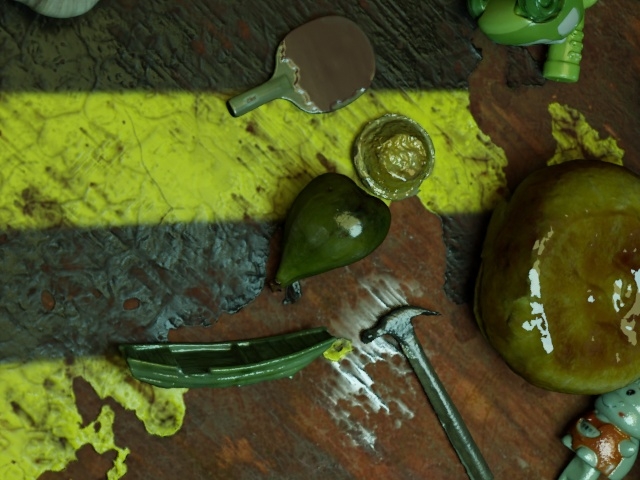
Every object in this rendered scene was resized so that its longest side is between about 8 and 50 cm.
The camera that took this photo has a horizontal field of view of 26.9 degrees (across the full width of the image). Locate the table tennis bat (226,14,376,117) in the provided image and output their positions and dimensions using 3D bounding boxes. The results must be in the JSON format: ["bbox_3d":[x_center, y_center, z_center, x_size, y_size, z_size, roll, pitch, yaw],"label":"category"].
[{"bbox_3d":[-0.025,-0.230,1.875,0.234,0.022,0.131,-28,99,-19],"label":"table tennis bat"}]

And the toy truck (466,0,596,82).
[{"bbox_3d":[0.331,-0.349,1.946,0.211,0.148,0.187,29,76,-38],"label":"toy truck"}]

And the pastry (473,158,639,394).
[{"bbox_3d":[0.380,0.054,1.945,0.356,0.164,0.355,0,89,-25],"label":"pastry"}]

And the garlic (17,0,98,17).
[{"bbox_3d":[-0.315,-0.410,1.656,0.245,0.253,0.245,3,83,-27],"label":"garlic"}]

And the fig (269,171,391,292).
[{"bbox_3d":[0.011,0.000,1.831,0.133,0.127,0.184,37,74,-29],"label":"fig"}]

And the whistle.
[{"bbox_3d":[0.420,0.295,1.977,0.106,0.102,0.253,35,94,-1],"label":"whistle"}]

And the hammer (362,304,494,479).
[{"bbox_3d":[0.172,0.229,1.935,0.125,0.027,0.297,-29,99,-13],"label":"hammer"}]

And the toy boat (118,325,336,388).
[{"bbox_3d":[-0.122,0.160,1.799,0.293,0.093,0.055,-4,109,-19],"label":"toy boat"}]

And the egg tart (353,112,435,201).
[{"bbox_3d":[0.109,-0.120,1.905,0.129,0.049,0.128,1,87,-20],"label":"egg tart"}]
